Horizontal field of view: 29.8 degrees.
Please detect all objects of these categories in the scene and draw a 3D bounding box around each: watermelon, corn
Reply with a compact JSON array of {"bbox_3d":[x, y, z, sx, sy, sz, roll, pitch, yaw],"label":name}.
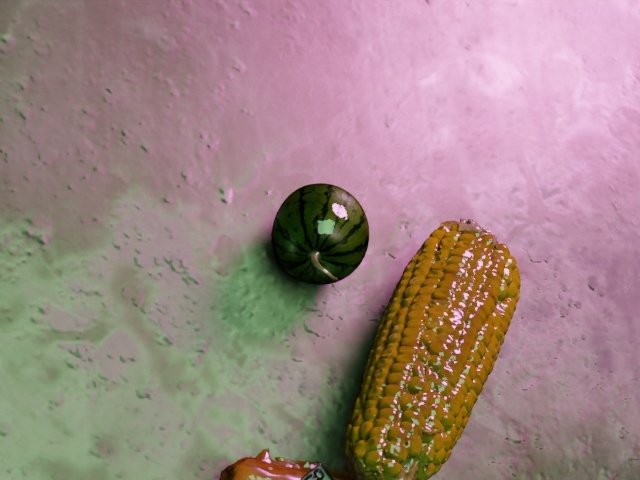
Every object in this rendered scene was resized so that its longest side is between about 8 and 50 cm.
[{"bbox_3d":[-0.002,-0.005,1.158,0.109,0.109,0.109,4,73,-15],"label":"watermelon"},{"bbox_3d":[0.105,0.104,1.129,0.119,0.119,0.322,34,52,-4],"label":"corn"}]

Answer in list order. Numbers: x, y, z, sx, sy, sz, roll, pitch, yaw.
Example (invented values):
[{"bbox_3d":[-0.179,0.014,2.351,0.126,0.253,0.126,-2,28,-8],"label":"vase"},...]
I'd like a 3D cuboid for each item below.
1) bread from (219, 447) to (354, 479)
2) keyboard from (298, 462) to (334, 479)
[{"bbox_3d":[0.035,0.273,1.102,0.271,0.077,0.139,11,71,-13],"label":"bread"},{"bbox_3d":[0.037,0.291,1.049,0.063,0.010,0.198,-35,86,-24],"label":"keyboard"}]
